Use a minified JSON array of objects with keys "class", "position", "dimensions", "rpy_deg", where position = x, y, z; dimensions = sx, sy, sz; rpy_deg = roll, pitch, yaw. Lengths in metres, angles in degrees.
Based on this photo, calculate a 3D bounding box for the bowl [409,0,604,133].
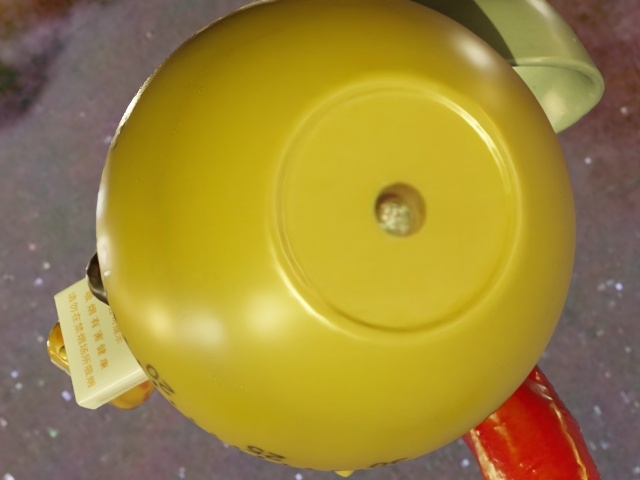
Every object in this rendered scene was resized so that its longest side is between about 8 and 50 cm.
[{"class":"bowl","position":[0.112,-0.173,1.188],"dimensions":[0.289,0.146,0.289],"rpy_deg":[-11,165,-3]}]

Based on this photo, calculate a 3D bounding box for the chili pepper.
[{"class":"chili pepper","position":[0.237,0.251,1.330],"dimensions":[0.131,0.134,0.338],"rpy_deg":[-13,-125,-23]}]

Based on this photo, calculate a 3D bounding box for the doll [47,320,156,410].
[{"class":"doll","position":[-0.254,0.102,1.686],"dimensions":[0.162,0.166,0.270],"rpy_deg":[-13,-138,46]}]

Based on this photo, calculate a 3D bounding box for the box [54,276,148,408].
[{"class":"box","position":[-0.142,0.055,1.129],"dimensions":[0.220,0.032,0.122],"rpy_deg":[-29,-119,19]}]

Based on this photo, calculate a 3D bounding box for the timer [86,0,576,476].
[{"class":"timer","position":[0.000,0.000,0.920],"dimensions":[0.376,0.376,0.387],"rpy_deg":[-39,-177,-13]}]
